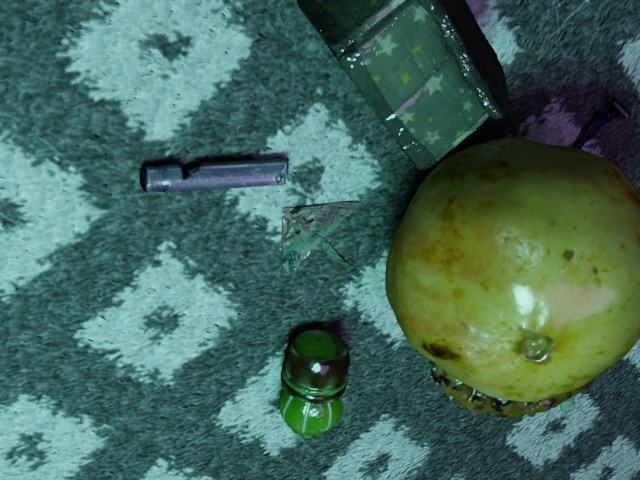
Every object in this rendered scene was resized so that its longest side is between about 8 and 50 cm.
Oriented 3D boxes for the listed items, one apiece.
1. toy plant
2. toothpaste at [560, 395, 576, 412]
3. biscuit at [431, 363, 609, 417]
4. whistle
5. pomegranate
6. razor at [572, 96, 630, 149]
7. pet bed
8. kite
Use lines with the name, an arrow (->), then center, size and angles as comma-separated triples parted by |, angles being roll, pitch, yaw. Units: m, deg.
toy plant -> -0.011, 0.204, 1.195 | 0.093, 0.093, 0.162 | -9, 128, -21
toothpaste -> 0.390, 0.193, 1.423 | 0.067, 0.037, 0.255 | -25, 124, -8
biscuit -> 0.328, 0.148, 1.313 | 0.334, 0.081, 0.289 | 2, 114, -24
whistle -> -0.118, -0.074, 0.995 | 0.176, 0.033, 0.033 | -6, 123, -24
pomegranate -> 0.245, 0.033, 1.087 | 0.342, 0.342, 0.342 | -13, 126, -19
razor -> 0.363, -0.127, 1.200 | 0.044, 0.028, 0.154 | 26, 106, -36
pet bed -> 0.100, -0.212, 0.920 | 0.159, 0.183, 0.211 | -37, 128, 8
kite -> 0.000, 0.000, 1.118 | 0.139, 0.011, 0.157 | -42, 129, 7
